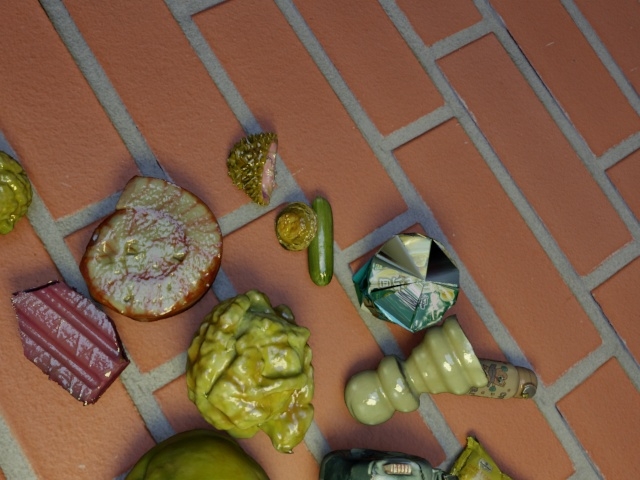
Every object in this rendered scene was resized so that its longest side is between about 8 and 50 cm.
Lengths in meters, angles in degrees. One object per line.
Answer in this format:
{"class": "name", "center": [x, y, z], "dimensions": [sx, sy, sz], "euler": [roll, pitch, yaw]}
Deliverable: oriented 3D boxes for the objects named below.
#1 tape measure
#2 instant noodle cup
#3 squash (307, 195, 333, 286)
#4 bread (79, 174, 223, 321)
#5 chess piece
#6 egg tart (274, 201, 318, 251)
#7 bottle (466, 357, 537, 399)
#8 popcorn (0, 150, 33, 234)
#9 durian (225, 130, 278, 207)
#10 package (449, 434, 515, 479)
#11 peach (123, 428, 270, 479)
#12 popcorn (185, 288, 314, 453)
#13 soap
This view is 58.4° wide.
{"class": "tape measure", "center": [0.130, 0.538, 1.270], "dimensions": [0.275, 0.256, 0.147], "euler": [15, 70, -36]}
{"class": "instant noodle cup", "center": [0.205, 0.111, 1.428], "dimensions": [0.241, 0.178, 0.240], "euler": [3, 76, -11]}
{"class": "squash", "center": [0.000, 0.000, 1.469], "dimensions": [0.069, 0.069, 0.238], "euler": [2, 76, -12]}
{"class": "bread", "center": [-0.385, 0.031, 1.353], "dimensions": [0.295, 0.114, 0.327], "euler": [30, 72, -5]}
{"class": "chess piece", "center": [0.213, 0.326, 1.359], "dimensions": [0.331, 0.182, 0.182], "euler": [-28, 83, 8]}
{"class": "egg tart", "center": [-0.064, -0.036, 1.442], "dimensions": [0.131, 0.052, 0.130], "euler": [-2, 86, 26]}
{"class": "bottle", "center": [0.450, 0.356, 1.457], "dimensions": [0.209, 0.110, 0.097], "euler": [9, 106, -10]}
{"class": "popcorn", "center": [-0.780, -0.114, 1.258], "dimensions": [0.259, 0.212, 0.258], "euler": [5, 76, -19]}
{"class": "durian", "center": [-0.159, -0.195, 1.465], "dimensions": [0.132, 0.165, 0.182], "euler": [26, 96, -37]}
{"class": "package", "center": [0.409, 0.611, 1.396], "dimensions": [0.226, 0.090, 0.168], "euler": [41, 70, 2]}
{"class": "peach", "center": [-0.249, 0.555, 1.169], "dimensions": [0.316, 0.281, 0.314], "euler": [38, 66, -11]}
{"class": "popcorn", "center": [-0.155, 0.278, 1.255], "dimensions": [0.279, 0.275, 0.335], "euler": [39, 36, -40]}
{"class": "soap", "center": [-0.561, 0.208, 1.271], "dimensions": [0.289, 0.112, 0.182], "euler": [39, 71, -1]}
